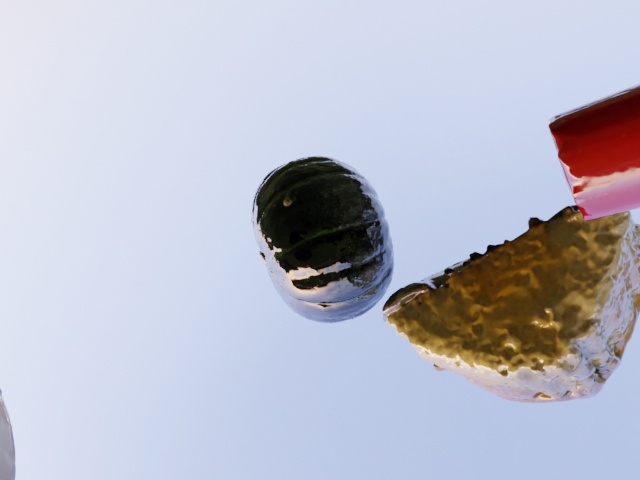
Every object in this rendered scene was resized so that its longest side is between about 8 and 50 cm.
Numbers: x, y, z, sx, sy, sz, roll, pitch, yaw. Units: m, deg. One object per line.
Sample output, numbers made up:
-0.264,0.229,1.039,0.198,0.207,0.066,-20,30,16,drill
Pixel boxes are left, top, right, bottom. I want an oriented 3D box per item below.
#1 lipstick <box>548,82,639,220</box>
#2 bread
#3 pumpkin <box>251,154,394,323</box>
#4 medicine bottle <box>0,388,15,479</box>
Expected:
0.258,-0.078,0.306,0.279,0.073,0.073,-18,-136,26,lipstick
0.224,0.083,0.662,0.262,0.204,0.163,-33,-124,22,bread
0.000,0.000,0.831,0.162,0.220,0.220,-17,-139,-8,pumpkin
-0.330,0.114,0.347,0.332,0.190,0.190,-3,-129,39,medicine bottle
